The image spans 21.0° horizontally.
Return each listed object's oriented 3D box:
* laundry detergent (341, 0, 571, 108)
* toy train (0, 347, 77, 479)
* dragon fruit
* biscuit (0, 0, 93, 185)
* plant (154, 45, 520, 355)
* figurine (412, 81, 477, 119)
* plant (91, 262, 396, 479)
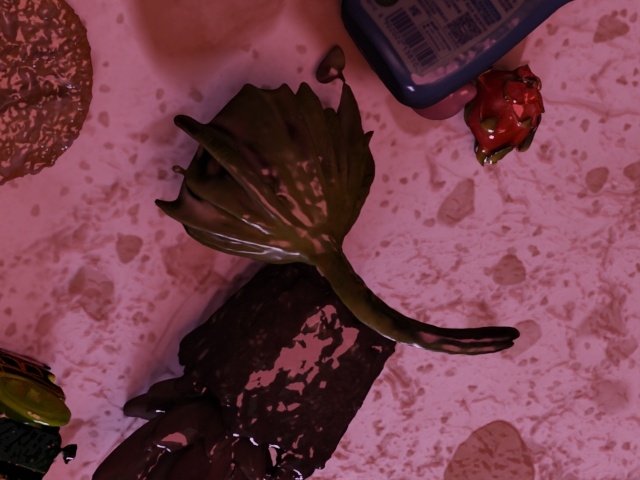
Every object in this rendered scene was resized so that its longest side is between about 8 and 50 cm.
[{"bbox_3d":[0.170,-0.254,1.680,0.290,0.143,0.094,-32,163,-6],"label":"laundry detergent"},{"bbox_3d":[-0.376,0.145,1.652,0.296,0.160,0.100,25,100,-29],"label":"toy train"},{"bbox_3d":[0.186,-0.127,1.769,0.081,0.086,0.116,14,149,0],"label":"dragon fruit"},{"bbox_3d":[-0.314,-0.148,1.610,0.220,0.033,0.220,-8,117,-15],"label":"biscuit"},{"bbox_3d":[0.005,-0.022,1.604,0.251,0.333,0.180,-19,133,-23],"label":"plant"},{"bbox_3d":[0.120,-0.155,1.734,0.067,0.083,0.071,21,92,-55],"label":"figurine"},{"bbox_3d":[-0.074,0.177,1.750,0.181,0.194,0.321,36,95,-25],"label":"plant"}]
